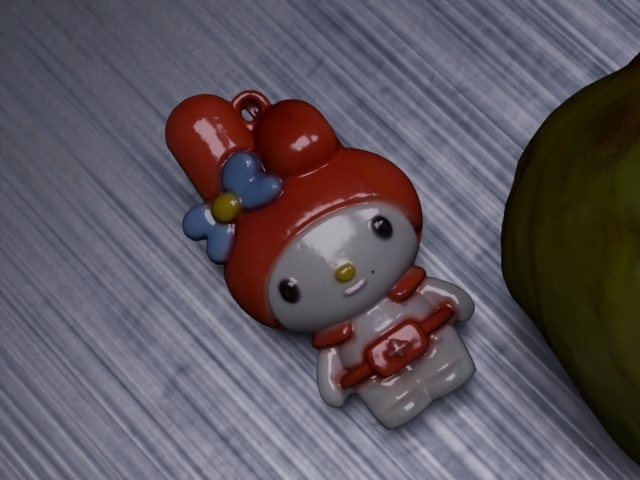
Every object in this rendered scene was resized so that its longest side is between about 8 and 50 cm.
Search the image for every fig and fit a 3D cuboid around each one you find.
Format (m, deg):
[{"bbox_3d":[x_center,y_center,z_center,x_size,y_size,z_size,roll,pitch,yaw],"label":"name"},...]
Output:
[{"bbox_3d":[0.296,0.021,0.815,0.343,0.343,0.343,-2,74,6],"label":"fig"}]

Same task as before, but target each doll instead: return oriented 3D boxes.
[{"bbox_3d":[0.000,0.000,0.943,0.161,0.130,0.290,-35,88,3],"label":"doll"}]
